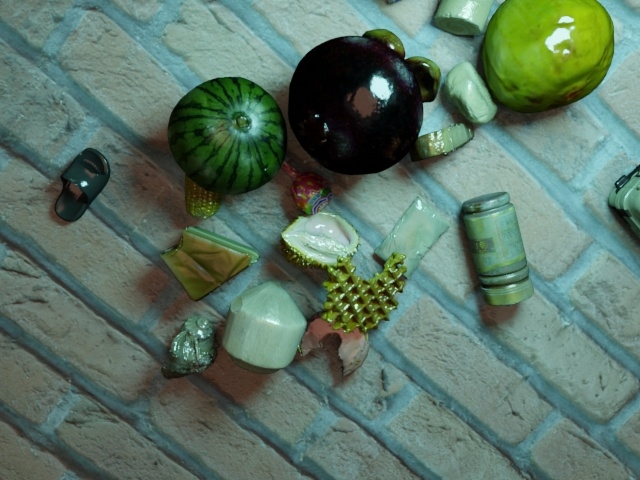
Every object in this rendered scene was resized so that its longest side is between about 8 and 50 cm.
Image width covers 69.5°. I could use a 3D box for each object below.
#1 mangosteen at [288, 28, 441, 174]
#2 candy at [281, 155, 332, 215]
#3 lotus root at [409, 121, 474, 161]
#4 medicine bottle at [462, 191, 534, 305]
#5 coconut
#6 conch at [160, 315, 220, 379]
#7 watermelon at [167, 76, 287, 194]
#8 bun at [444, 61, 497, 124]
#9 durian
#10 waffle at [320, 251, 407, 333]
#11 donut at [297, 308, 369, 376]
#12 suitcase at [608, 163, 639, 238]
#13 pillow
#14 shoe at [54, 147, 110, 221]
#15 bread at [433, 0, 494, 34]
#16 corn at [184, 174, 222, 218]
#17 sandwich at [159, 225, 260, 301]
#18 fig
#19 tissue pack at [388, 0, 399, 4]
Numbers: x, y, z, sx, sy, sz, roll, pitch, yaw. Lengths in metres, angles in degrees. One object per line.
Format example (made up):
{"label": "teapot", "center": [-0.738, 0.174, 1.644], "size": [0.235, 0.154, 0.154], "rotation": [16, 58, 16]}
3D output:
{"label": "mangosteen", "center": [0.121, -0.380, 1.266], "size": [0.435, 0.382, 0.382], "rotation": [-37, 99, -30]}
{"label": "candy", "center": [-0.115, -0.228, 1.394], "size": [0.365, 0.124, 0.124], "rotation": [43, 95, 1]}
{"label": "lotus root", "center": [0.343, -0.287, 1.357], "size": [0.170, 0.260, 0.075], "rotation": [-15, 100, 33]}
{"label": "medicine bottle", "center": [0.541, 0.023, 1.416], "size": [0.151, 0.151, 0.323], "rotation": [-17, 98, 1]}
{"label": "coconut", "center": [-0.166, 0.251, 1.391], "size": [0.237, 0.237, 0.266], "rotation": [18, 104, -4]}
{"label": "conch", "center": [-0.411, 0.349, 1.437], "size": [0.163, 0.178, 0.245], "rotation": [48, 116, 31]}
{"label": "watermelon", "center": [-0.239, -0.277, 1.233], "size": [0.330, 0.189, 0.332], "rotation": [-1, 96, -9]}
{"label": "bun", "center": [0.435, -0.423, 1.353], "size": [0.111, 0.164, 0.188], "rotation": [-32, 116, 30]}
{"label": "durian", "center": [-0.002, 0.011, 1.416], "size": [0.249, 0.183, 0.138], "rotation": [8, 134, -6]}
{"label": "waffle", "center": [0.128, 0.157, 1.384], "size": [0.292, 0.069, 0.260], "rotation": [2, 106, -31]}
{"label": "donut", "center": [0.048, 0.310, 1.479], "size": [0.232, 0.085, 0.199], "rotation": [29, 97, -5]}
{"label": "suitcase", "center": [1.113, -0.128, 1.388], "size": [0.351, 0.194, 0.339], "rotation": [-44, 99, 5]}
{"label": "pillow", "center": [0.291, -0.006, 1.458], "size": [0.148, 0.050, 0.230], "rotation": [37, 93, -10]}
{"label": "shoe", "center": [-0.730, -0.161, 1.389], "size": [0.108, 0.093, 0.241], "rotation": [33, 98, -4]}
{"label": "bread", "center": [0.411, -0.676, 1.312], "size": [0.133, 0.148, 0.142], "rotation": [13, 100, -42]}
{"label": "corn", "center": [-0.340, -0.239, 1.371], "size": [0.130, 0.131, 0.345], "rotation": [4, 100, -2]}
{"label": "sandwich", "center": [-0.333, 0.035, 1.394], "size": [0.227, 0.155, 0.199], "rotation": [-33, 98, 3]}
{"label": "fig", "center": [0.603, -0.528, 1.265], "size": [0.342, 0.343, 0.344], "rotation": [0, 98, -1]}
{"label": "tissue pack", "center": [0.330, -0.811, 1.245], "size": [0.338, 0.242, 0.160], "rotation": [-26, 100, 3]}
